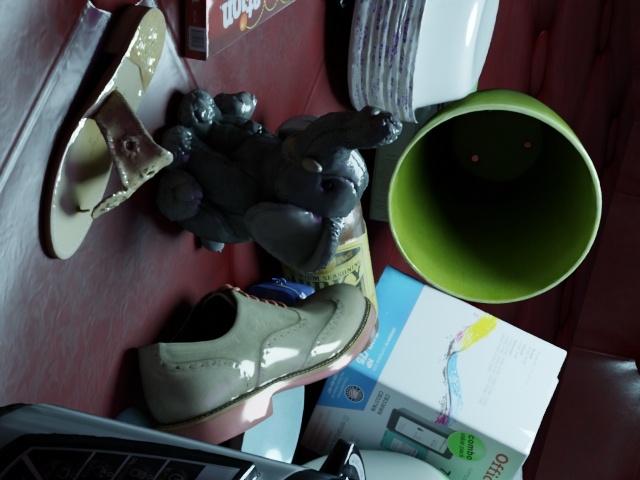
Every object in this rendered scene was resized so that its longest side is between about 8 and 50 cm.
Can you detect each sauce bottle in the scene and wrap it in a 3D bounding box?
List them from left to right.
[{"bbox_3d":[0.000,0.000,1.756,0.344,0.111,0.111,77,30,-46],"label":"sauce bottle"}]

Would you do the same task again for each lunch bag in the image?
[{"bbox_3d":[-0.049,0.089,1.720,0.065,0.067,0.098,-21,119,-63],"label":"lunch bag"}]

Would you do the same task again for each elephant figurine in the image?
[{"bbox_3d":[-0.026,-0.053,1.441,0.186,0.239,0.169,0,100,-71],"label":"elephant figurine"}]

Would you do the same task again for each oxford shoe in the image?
[{"bbox_3d":[-0.057,0.097,1.564,0.348,0.123,0.130,-32,105,-53],"label":"oxford shoe"}]

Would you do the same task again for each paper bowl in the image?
[{"bbox_3d":[0.139,-0.287,1.886,0.284,0.148,0.284,14,90,-79],"label":"paper bowl"}]

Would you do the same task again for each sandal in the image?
[{"bbox_3d":[-0.161,-0.092,1.281,0.088,0.079,0.240,58,47,-63],"label":"sandal"}]

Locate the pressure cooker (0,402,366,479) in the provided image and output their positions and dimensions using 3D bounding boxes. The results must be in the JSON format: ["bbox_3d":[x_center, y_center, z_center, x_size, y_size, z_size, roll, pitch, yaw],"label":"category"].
[{"bbox_3d":[-0.107,0.331,1.148,0.375,0.420,0.370,-9,110,-69],"label":"pressure cooker"}]

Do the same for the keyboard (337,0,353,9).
[{"bbox_3d":[0.025,-0.326,1.777,0.180,0.023,0.108,-35,127,-63],"label":"keyboard"}]

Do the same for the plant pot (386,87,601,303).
[{"bbox_3d":[0.241,-0.100,2.045,0.293,0.274,0.275,-71,165,-66],"label":"plant pot"}]

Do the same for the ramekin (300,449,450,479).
[{"bbox_3d":[0.050,0.395,1.844,0.303,0.303,0.148,-55,143,-50],"label":"ramekin"}]

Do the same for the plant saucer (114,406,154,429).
[{"bbox_3d":[-0.188,0.224,1.469,0.119,0.021,0.119,11,90,-72],"label":"plant saucer"}]

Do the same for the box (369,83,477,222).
[{"bbox_3d":[0.158,-0.160,2.200,0.322,0.058,0.232,-21,120,-67],"label":"box"}]

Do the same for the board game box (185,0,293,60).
[{"bbox_3d":[-0.066,-0.293,1.523,0.281,0.027,0.145,-48,145,-57],"label":"board game box"}]

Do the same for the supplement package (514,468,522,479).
[{"bbox_3d":[0.177,0.399,2.202,0.263,0.199,0.198,79,30,-48],"label":"supplement package"}]

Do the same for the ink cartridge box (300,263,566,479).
[{"bbox_3d":[0.150,0.209,1.973,0.197,0.270,0.198,-59,172,-44],"label":"ink cartridge box"}]

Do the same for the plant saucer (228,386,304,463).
[{"bbox_3d":[-0.072,0.225,1.780,0.195,0.037,0.195,12,90,-71],"label":"plant saucer"}]
